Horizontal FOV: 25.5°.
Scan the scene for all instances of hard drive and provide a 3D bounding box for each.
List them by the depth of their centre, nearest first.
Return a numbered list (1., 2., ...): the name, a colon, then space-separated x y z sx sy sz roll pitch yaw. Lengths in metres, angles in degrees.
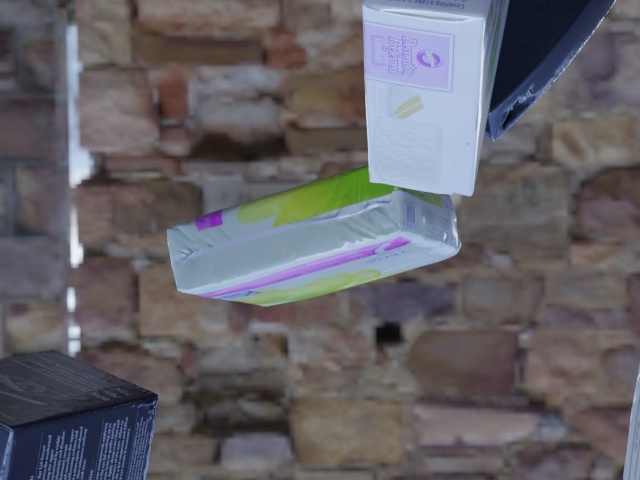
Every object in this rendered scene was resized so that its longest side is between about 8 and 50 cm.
1. hard drive: 0.206 -0.253 1.537 0.172 0.255 0.054 38 174 14

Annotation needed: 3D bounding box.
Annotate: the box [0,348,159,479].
1. box: -0.281 0.187 1.352 0.153 0.108 0.207 18 -166 33

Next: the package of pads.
1. package of pads: 0.000 0.000 1.700 0.296 0.101 0.229 -15 168 21

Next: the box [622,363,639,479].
1. box: 0.307 0.200 0.860 0.121 0.148 0.311 -6 -149 -13

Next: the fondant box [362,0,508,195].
1. fondant box: 0.112 -0.239 1.176 0.096 0.330 0.238 8 150 8
